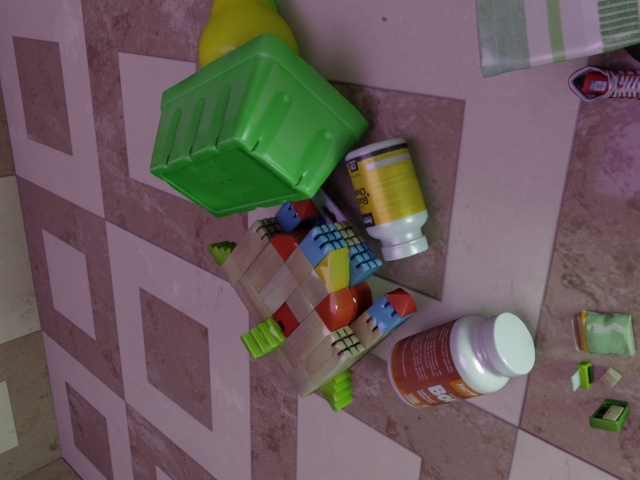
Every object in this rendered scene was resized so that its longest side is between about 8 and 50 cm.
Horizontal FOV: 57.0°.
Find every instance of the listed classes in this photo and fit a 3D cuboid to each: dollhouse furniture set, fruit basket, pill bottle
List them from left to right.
[{"bbox_3d":[-0.115,-0.257,1.047,0.392,0.283,0.392,-32,39,30],"label":"fruit basket"},{"bbox_3d":[0.112,-0.065,0.948,0.103,0.103,0.184,-14,94,47],"label":"pill bottle"},{"bbox_3d":[0.217,0.186,0.922,0.216,0.121,0.121,-33,81,47],"label":"pill bottle"},{"bbox_3d":[0.381,0.174,0.800,0.076,0.059,0.151,-2,103,45],"label":"dollhouse furniture set"}]

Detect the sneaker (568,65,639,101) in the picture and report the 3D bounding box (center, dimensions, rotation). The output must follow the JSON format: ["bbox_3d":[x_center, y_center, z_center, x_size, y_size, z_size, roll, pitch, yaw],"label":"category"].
[{"bbox_3d":[0.353,-0.183,0.691,0.118,0.067,0.042,16,115,40],"label":"sneaker"}]

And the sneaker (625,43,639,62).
[{"bbox_3d":[0.420,-0.102,0.610,0.330,0.122,0.146,49,142,17],"label":"sneaker"}]

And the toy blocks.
[{"bbox_3d":[-0.011,0.074,1.014,0.381,0.191,0.261,55,128,18],"label":"toy blocks"}]

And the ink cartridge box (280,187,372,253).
[{"bbox_3d":[0.000,0.000,1.125,0.206,0.045,0.208,53,136,17],"label":"ink cartridge box"}]

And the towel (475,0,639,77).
[{"bbox_3d":[0.308,-0.314,0.567,0.325,0.038,0.247,-6,88,26],"label":"towel"}]
